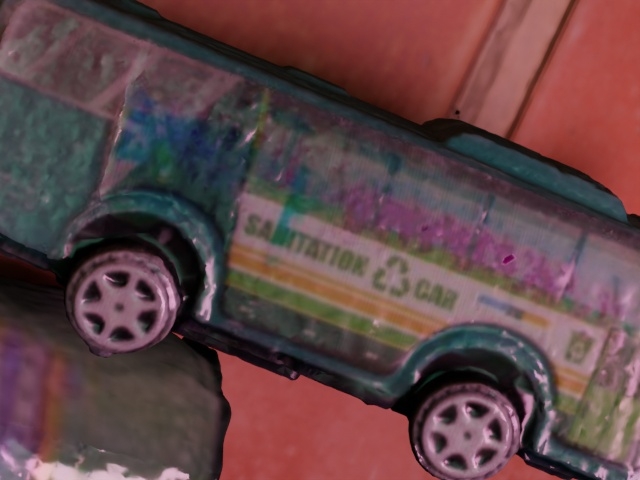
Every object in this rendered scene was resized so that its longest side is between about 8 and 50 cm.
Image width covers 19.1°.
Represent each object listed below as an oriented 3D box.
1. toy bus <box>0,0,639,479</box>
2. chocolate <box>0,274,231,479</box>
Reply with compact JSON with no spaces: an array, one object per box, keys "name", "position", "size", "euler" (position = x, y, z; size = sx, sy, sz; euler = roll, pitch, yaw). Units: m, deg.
[{"name":"toy bus","position":[0.000,0.000,0.628],"size":[0.261,0.091,0.109],"euler":[22,98,-10]},{"name":"chocolate","position":[-0.176,0.043,0.603],"size":[0.291,0.110,0.110],"euler":[18,101,-26]}]
